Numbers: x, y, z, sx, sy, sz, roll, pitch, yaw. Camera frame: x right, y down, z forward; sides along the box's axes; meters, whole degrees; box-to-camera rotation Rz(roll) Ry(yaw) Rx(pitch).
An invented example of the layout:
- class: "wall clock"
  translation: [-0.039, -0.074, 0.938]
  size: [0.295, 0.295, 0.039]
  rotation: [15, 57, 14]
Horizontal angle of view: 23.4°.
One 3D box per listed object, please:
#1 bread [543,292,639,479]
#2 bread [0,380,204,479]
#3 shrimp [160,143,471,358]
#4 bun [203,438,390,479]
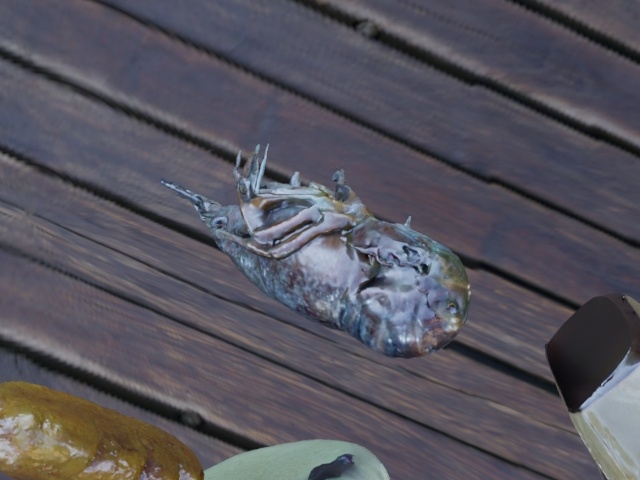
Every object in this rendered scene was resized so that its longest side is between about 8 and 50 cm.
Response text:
- class: "bread"
  translation: [0.276, 0.145, 1.176]
  size: [0.142, 0.224, 0.212]
  rotation: [-44, 100, 10]
- class: "bread"
  translation: [-0.238, 0.205, 1.502]
  size: [0.084, 0.124, 0.344]
  rotation: [-58, 144, 2]
- class: "shrimp"
  translation: [0.001, 0.001, 1.464]
  size: [0.172, 0.372, 0.137]
  rotation: [24, 101, -53]
- class: "bun"
  translation: [-0.054, 0.349, 1.727]
  size: [0.293, 0.293, 0.187]
  rotation: [-17, 98, -10]
